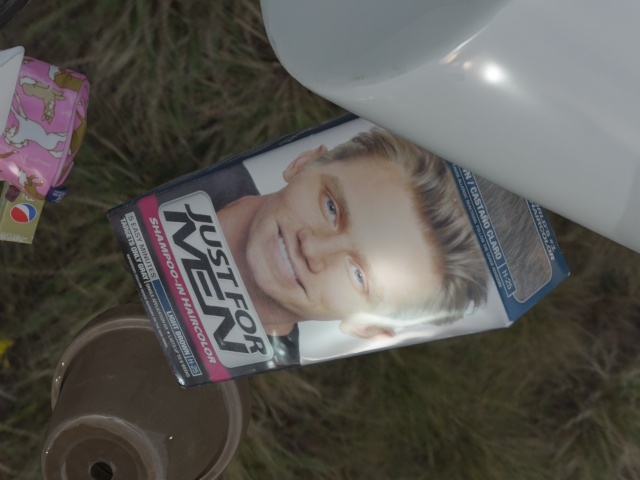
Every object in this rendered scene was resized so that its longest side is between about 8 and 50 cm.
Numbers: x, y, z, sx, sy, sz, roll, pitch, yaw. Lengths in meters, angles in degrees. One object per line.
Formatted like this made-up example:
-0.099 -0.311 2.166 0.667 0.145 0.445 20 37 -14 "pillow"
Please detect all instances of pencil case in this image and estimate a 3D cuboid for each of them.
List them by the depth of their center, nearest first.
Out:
-0.460 -0.159 1.327 0.386 0.160 0.167 16 88 -13 "pencil case"

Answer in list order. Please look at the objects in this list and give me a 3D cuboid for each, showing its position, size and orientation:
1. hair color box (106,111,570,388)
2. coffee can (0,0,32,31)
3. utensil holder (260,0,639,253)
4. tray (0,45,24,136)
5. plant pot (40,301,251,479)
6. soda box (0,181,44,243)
0.000 0.000 0.929 0.105 0.347 0.174 -30 100 -49 "hair color box"
-0.375 -0.306 0.973 0.201 0.275 0.201 -36 149 -26 "coffee can"
0.211 -0.141 0.575 0.385 0.327 0.328 21 100 -31 "utensil holder"
-0.320 -0.036 0.812 0.030 0.145 0.270 44 60 1 "tray"
-0.232 0.233 1.450 0.263 0.229 0.263 2 106 8 "plant pot"
-0.468 -0.083 1.865 0.058 0.061 0.181 9 128 -25 "soda box"
